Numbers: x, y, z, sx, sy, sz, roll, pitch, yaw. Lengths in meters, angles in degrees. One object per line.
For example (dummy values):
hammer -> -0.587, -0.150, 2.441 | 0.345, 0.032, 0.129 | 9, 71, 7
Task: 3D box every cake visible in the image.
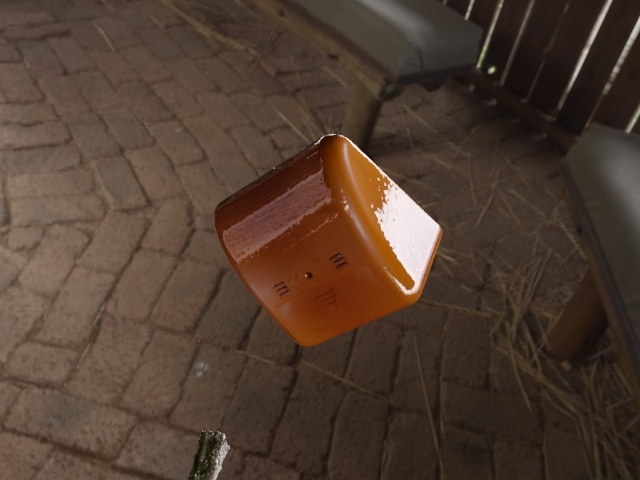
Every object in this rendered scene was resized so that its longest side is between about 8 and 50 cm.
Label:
cake -> -0.197, 0.383, 1.141 | 0.051, 0.055, 0.140 | 2, 29, 10

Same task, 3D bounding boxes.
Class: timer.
timer -> 0.000, 0.000, 0.965 | 0.250, 0.257, 0.161 | 49, 36, -19
